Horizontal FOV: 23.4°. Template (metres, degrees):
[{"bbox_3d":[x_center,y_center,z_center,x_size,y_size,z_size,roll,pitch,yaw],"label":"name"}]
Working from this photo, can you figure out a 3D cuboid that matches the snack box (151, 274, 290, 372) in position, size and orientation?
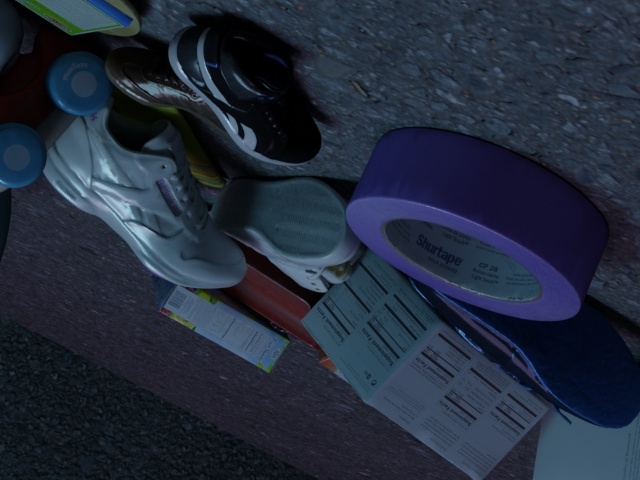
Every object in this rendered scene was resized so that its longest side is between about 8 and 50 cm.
[{"bbox_3d":[-0.160,0.107,2.456,0.207,0.070,0.174,30,-170,-17],"label":"snack box"}]

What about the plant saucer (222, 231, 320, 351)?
[{"bbox_3d":[-0.100,0.047,2.273,0.259,0.048,0.258,31,165,14],"label":"plant saucer"}]

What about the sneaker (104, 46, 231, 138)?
[{"bbox_3d":[-0.143,-0.177,1.706,0.188,0.066,0.071,23,148,-10],"label":"sneaker"}]

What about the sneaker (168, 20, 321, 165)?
[{"bbox_3d":[-0.052,-0.144,1.612,0.217,0.079,0.121,38,161,-34],"label":"sneaker"}]

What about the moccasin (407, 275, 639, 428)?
[{"bbox_3d":[0.253,0.100,1.896,0.342,0.138,0.117,42,165,-8],"label":"moccasin"}]

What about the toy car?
[{"bbox_3d":[-0.391,-0.198,1.769,0.238,0.210,0.219,44,170,-18],"label":"toy car"}]

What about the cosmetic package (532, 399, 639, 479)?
[{"bbox_3d":[0.455,0.270,1.985,0.197,0.155,0.365,15,167,-21],"label":"cosmetic package"}]

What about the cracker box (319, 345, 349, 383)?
[{"bbox_3d":[0.129,0.180,2.275,0.155,0.067,0.232,-24,135,31],"label":"cracker box"}]

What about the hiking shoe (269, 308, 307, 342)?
[{"bbox_3d":[0.034,0.144,2.419,0.226,0.086,0.114,26,180,11],"label":"hiking shoe"}]

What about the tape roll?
[{"bbox_3d":[0.169,-0.014,1.682,0.274,0.090,0.275,23,164,7],"label":"tape roll"}]

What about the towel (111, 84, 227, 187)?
[{"bbox_3d":[-0.194,-0.134,1.963,0.102,0.021,0.237,15,161,19],"label":"towel"}]

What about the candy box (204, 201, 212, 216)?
[{"bbox_3d":[-0.272,-0.091,2.057,0.159,0.071,0.233,17,160,51],"label":"candy box"}]

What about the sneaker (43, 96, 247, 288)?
[{"bbox_3d":[-0.194,-0.053,1.895,0.305,0.114,0.152,38,115,-22],"label":"sneaker"}]

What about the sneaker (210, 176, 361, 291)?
[{"bbox_3d":[0.000,0.000,1.964,0.169,0.108,0.292,34,171,-32],"label":"sneaker"}]

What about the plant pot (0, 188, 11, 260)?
[{"bbox_3d":[-0.589,-0.088,2.361,0.290,0.195,0.290,23,163,7],"label":"plant pot"}]

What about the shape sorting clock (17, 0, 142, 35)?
[{"bbox_3d":[-0.280,-0.271,1.618,0.206,0.040,0.206,21,166,5],"label":"shape sorting clock"}]

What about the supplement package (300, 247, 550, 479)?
[{"bbox_3d":[0.138,0.164,2.052,0.262,0.145,0.204,39,-174,-39],"label":"supplement package"}]
